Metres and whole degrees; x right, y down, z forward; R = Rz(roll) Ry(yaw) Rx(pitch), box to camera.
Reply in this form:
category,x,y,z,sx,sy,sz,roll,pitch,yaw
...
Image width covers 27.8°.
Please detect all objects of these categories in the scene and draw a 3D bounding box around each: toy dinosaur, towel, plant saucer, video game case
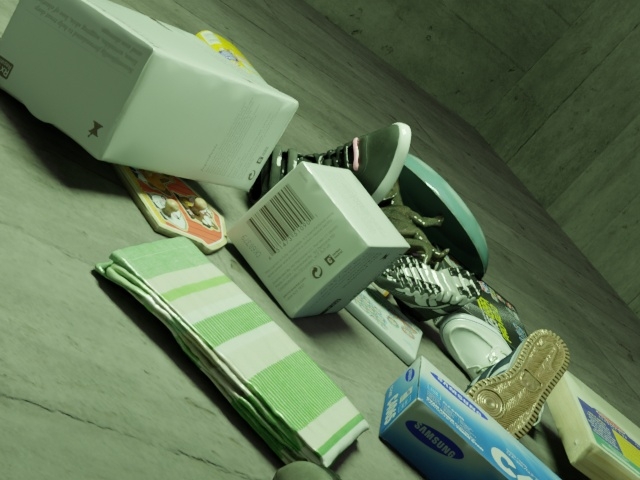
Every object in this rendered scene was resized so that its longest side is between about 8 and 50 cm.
category,x,y,z,sx,sy,sz,roll,pitch,yaw
toy dinosaur,0.137,-0.008,2.293,0.160,0.121,0.313,16,29,-8
towel,-0.088,0.122,1.444,0.325,0.038,0.248,43,13,8
plant saucer,0.216,-0.058,2.465,0.317,0.043,0.317,48,-10,11
video game case,0.089,0.112,1.961,0.157,0.019,0.143,43,15,-2

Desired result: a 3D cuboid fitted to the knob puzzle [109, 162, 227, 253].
category,x,y,z,sx,sy,sz,roll,pitch,yaw
knob puzzle,-0.185,-0.056,1.696,0.213,0.030,0.213,40,14,-12

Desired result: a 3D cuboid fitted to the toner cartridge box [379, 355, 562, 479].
category,x,y,z,sx,sy,sz,roll,pitch,yaw
toner cartridge box,0.231,0.311,1.668,0.348,0.075,0.165,42,14,-5

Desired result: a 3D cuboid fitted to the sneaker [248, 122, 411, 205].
category,x,y,z,sx,sy,sz,roll,pitch,yaw
sneaker,0.002,-0.101,1.904,0.147,0.296,0.104,22,54,-27

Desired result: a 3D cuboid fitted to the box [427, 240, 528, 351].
category,x,y,z,sx,sy,sz,roll,pitch,yaw
box,0.282,0.133,2.326,0.216,0.060,0.270,39,15,-17

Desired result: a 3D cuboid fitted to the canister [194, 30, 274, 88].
category,x,y,z,sx,sy,sz,roll,pitch,yaw
canister,-0.160,-0.299,2.355,0.126,0.073,0.170,23,23,-53

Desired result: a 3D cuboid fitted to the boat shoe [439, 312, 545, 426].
category,x,y,z,sx,sy,sz,roll,pitch,yaw
boat shoe,0.283,0.206,2.078,0.226,0.083,0.076,42,14,-9

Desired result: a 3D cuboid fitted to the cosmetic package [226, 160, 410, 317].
category,x,y,z,sx,sy,sz,roll,pitch,yaw
cosmetic package,0.000,0.000,1.767,0.151,0.151,0.183,52,17,14

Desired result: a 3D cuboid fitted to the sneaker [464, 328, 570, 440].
category,x,y,z,sx,sy,sz,roll,pitch,yaw
sneaker,0.250,0.249,1.889,0.099,0.153,0.282,47,45,6

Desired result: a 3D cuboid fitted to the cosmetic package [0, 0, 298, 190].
category,x,y,z,sx,sy,sz,roll,pitch,yaw
cosmetic package,-0.221,-0.195,1.677,0.217,0.156,0.385,34,9,21

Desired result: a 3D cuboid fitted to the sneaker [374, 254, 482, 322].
category,x,y,z,sx,sy,sz,roll,pitch,yaw
sneaker,0.150,0.085,2.051,0.234,0.106,0.078,11,46,-45

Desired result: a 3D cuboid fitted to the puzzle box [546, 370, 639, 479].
category,x,y,z,sx,sy,sz,roll,pitch,yaw
puzzle box,0.537,0.388,2.085,0.409,0.052,0.272,38,15,-13

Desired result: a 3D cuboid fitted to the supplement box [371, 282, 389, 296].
category,x,y,z,sx,sy,sz,roll,pitch,yaw
supplement box,0.083,0.040,2.112,0.098,0.036,0.062,41,14,-5

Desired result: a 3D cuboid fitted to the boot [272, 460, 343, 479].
category,x,y,z,sx,sy,sz,roll,pitch,yaw
boot,-0.053,0.244,1.114,0.161,0.083,0.246,31,16,-20
